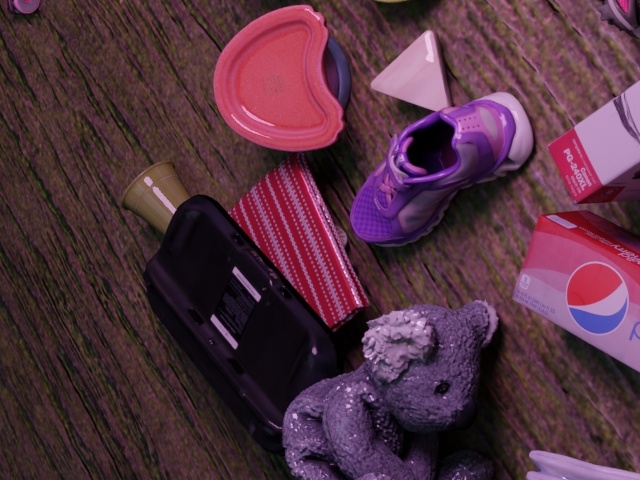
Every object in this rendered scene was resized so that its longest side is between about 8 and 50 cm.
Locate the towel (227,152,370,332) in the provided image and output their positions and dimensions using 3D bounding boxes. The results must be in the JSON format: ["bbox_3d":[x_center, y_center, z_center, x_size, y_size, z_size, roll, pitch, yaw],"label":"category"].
[{"bbox_3d":[-0.057,0.047,1.578,0.275,0.031,0.199,-41,67,46],"label":"towel"}]

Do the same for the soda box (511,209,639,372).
[{"bbox_3d":[0.300,0.066,1.216,0.263,0.083,0.092,31,115,39],"label":"soda box"}]

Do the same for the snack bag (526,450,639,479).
[{"bbox_3d":[0.355,0.297,1.085,0.342,0.037,0.323,8,143,44],"label":"snack bag"}]

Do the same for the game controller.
[{"bbox_3d":[-0.092,0.091,1.570,0.319,0.067,0.166,47,115,33],"label":"game controller"}]

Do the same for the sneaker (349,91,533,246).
[{"bbox_3d":[0.097,-0.070,1.389,0.236,0.104,0.095,-37,70,41],"label":"sneaker"}]

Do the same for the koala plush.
[{"bbox_3d":[0.081,0.152,1.362,0.203,0.196,0.221,42,118,33],"label":"koala plush"}]

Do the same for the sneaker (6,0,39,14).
[{"bbox_3d":[-0.424,-0.367,1.918,0.057,0.047,0.119,-13,84,56],"label":"sneaker"}]

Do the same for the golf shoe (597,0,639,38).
[{"bbox_3d":[0.282,-0.317,1.205,0.120,0.105,0.273,-15,89,28],"label":"golf shoe"}]

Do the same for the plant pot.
[{"bbox_3d":[-0.186,-0.041,1.696,0.079,0.083,0.083,47,125,16],"label":"plant pot"}]

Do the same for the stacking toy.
[{"bbox_3d":[0.022,-0.253,1.480,0.279,0.130,0.309,1,98,18],"label":"stacking toy"}]

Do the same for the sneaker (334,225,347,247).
[{"bbox_3d":[0.000,0.000,1.546,0.083,0.032,0.037,28,127,44],"label":"sneaker"}]

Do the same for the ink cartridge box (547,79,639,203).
[{"bbox_3d":[0.290,-0.094,1.192,0.150,0.109,0.063,-36,68,40],"label":"ink cartridge box"}]
